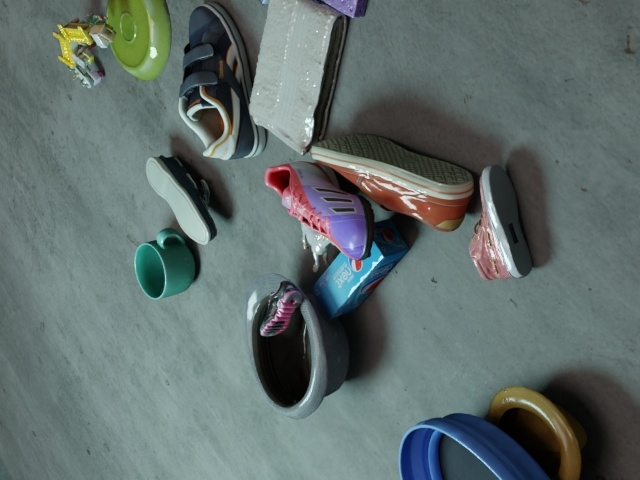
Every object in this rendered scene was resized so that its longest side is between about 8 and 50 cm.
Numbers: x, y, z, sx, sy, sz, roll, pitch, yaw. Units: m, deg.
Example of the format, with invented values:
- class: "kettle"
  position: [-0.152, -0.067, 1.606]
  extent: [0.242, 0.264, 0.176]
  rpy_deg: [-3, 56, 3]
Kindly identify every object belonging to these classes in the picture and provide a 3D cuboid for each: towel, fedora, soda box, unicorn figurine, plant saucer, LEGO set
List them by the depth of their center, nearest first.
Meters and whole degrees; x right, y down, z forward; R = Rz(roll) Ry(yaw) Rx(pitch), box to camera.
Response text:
- class: "fedora"
  position: [0.341, 0.301, 1.591]
  extent: [0.194, 0.079, 0.194]
  rpy_deg: [29, 126, 50]
- class: "soda box"
  position: [0.068, 0.052, 1.848]
  extent: [0.071, 0.067, 0.210]
  rpy_deg: [58, 139, 20]
- class: "towel"
  position: [-0.048, -0.310, 1.886]
  extent: [0.187, 0.049, 0.282]
  rpy_deg: [37, 128, 37]
- class: "unicorn figurine"
  position: [0.000, 0.000, 1.899]
  extent: [0.162, 0.060, 0.111]
  rpy_deg: [44, 149, 35]
- class: "fedora"
  position: [-0.032, 0.193, 1.968]
  extent: [0.244, 0.124, 0.275]
  rpy_deg: [-28, 73, 49]
- class: "plant saucer"
  position: [-0.408, -0.467, 2.278]
  extent: [0.241, 0.037, 0.241]
  rpy_deg: [19, 116, 45]
- class: "LEGO set"
  position: [-0.512, -0.461, 2.338]
  extent: [0.132, 0.107, 0.287]
  rpy_deg: [45, 154, -5]

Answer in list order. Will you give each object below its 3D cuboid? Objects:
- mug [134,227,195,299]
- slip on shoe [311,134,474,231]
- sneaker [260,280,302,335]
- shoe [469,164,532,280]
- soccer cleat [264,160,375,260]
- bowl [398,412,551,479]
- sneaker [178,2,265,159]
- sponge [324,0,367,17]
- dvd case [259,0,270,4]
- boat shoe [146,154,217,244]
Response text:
- class: "mug"
  position: [-0.332, 0.053, 2.307]
  extent: [0.158, 0.097, 0.129]
  rpy_deg: [-35, 74, 49]
- class: "slip on shoe"
  position: [0.108, -0.100, 1.718]
  extent: [0.331, 0.123, 0.101]
  rpy_deg: [25, 124, 38]
- class: "sneaker"
  position: [-0.078, 0.122, 1.883]
  extent: [0.119, 0.047, 0.057]
  rpy_deg: [-56, 48, 27]
- class: "shoe"
  position: [0.260, -0.024, 1.594]
  extent: [0.081, 0.063, 0.178]
  rpy_deg: [-12, 96, 46]
- class: "soccer cleat"
  position: [-0.001, -0.053, 1.781]
  extent: [0.318, 0.116, 0.108]
  rpy_deg: [-127, 45, -58]
- class: "bowl"
  position: [0.273, 0.449, 1.648]
  extent: [0.391, 0.077, 0.391]
  rpy_deg: [44, 149, 36]
- class: "sneaker"
  position: [-0.212, -0.311, 2.024]
  extent: [0.126, 0.127, 0.321]
  rpy_deg: [-28, 79, 52]
- class: "sponge"
  position: [0.047, -0.490, 1.727]
  extent: [0.117, 0.031, 0.210]
  rpy_deg: [39, 128, 36]
- class: "dvd case"
  position: [-0.095, -0.580, 1.876]
  extent: [0.180, 0.022, 0.253]
  rpy_deg: [57, 138, 22]
- class: "boat shoe"
  position: [-0.282, -0.091, 2.215]
  extent: [0.254, 0.079, 0.095]
  rpy_deg: [46, 136, 34]
